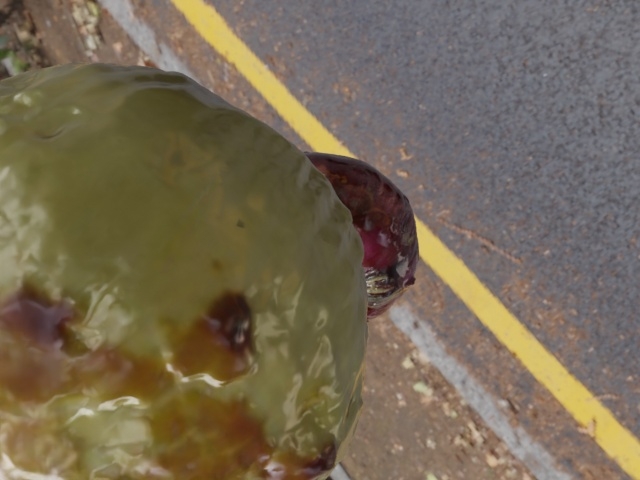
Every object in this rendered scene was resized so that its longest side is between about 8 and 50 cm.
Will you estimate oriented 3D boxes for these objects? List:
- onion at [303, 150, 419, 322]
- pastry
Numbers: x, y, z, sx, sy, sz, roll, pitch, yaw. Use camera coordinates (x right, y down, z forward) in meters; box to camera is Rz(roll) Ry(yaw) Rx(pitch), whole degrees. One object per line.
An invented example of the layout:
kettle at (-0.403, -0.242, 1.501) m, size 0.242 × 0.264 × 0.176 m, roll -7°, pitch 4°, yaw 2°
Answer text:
onion at (0.000, 0.000, 1.013) m, size 0.247 × 0.190 × 0.246 m, roll 10°, pitch 129°, yaw 13°
pastry at (-0.151, 0.072, 0.606) m, size 0.389 × 0.312 × 0.388 m, roll 22°, pitch 136°, yaw 22°
